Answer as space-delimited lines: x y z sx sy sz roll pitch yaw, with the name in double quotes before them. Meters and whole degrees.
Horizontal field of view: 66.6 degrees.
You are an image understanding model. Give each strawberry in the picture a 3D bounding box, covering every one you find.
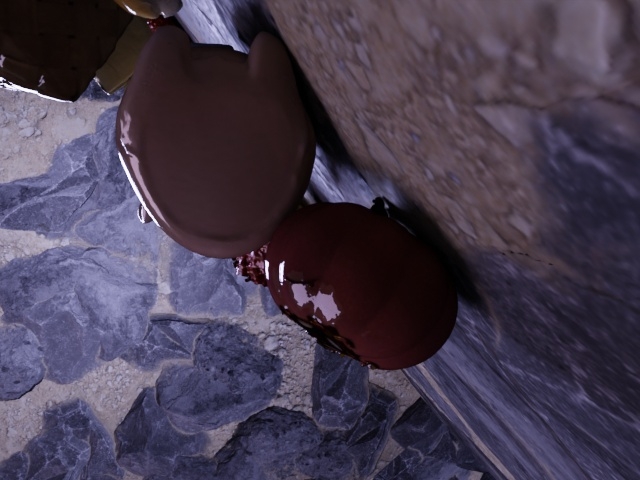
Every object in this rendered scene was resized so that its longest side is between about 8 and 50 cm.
"strawberry" -0.075 -0.021 1.047 0.234 0.234 0.178 52 146 -15
"strawberry" -0.238 -0.317 0.813 0.104 0.048 0.152 51 174 42

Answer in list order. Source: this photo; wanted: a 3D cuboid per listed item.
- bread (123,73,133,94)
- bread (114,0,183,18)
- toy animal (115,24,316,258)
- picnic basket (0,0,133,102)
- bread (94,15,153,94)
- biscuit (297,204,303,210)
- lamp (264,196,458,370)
"bread" -0.274 -0.245 0.970 0.294 0.167 0.132 47 174 35
"bread" -0.213 -0.297 0.509 0.106 0.082 0.125 56 175 28
"toy animal" -0.114 -0.094 0.507 0.256 0.195 0.213 -125 31 -69
"picnic basket" -0.418 -0.342 0.553 0.337 0.293 0.337 22 162 8
"bread" -0.424 -0.412 1.034 0.139 0.178 0.060 53 170 -28
"biscuit" 0.000 0.000 0.829 0.340 0.047 0.216 37 164 23
"lamp" 0.039 0.035 0.445 0.182 0.140 0.182 32 165 10
